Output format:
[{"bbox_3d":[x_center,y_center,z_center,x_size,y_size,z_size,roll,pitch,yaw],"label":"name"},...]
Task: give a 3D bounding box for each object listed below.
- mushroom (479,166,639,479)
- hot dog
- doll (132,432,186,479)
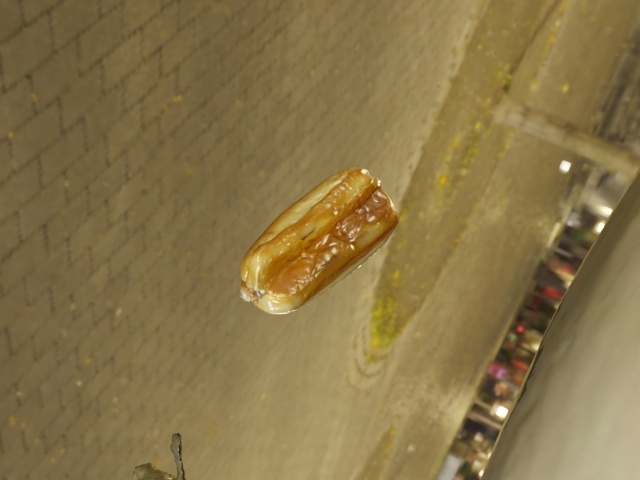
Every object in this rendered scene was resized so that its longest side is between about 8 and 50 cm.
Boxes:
[{"bbox_3d":[0.164,0.025,0.382,0.154,0.137,0.407,42,72,-50],"label":"mushroom"},{"bbox_3d":[0.000,0.000,1.142,0.249,0.102,0.076,-41,-176,-38],"label":"hot dog"},{"bbox_3d":[-0.139,0.309,1.182,0.091,0.203,0.286,-23,158,-33],"label":"doll"}]
